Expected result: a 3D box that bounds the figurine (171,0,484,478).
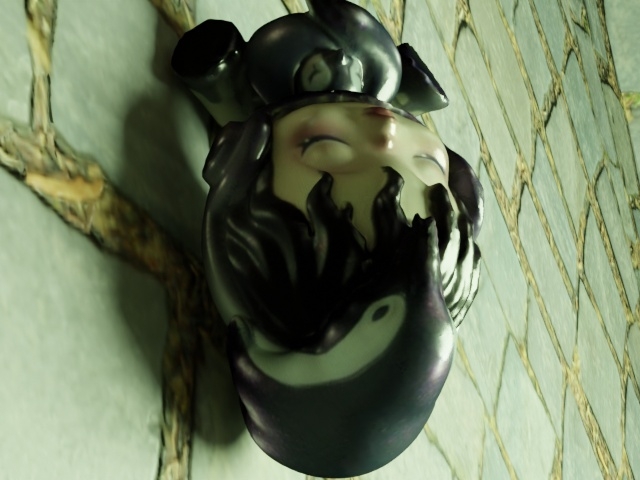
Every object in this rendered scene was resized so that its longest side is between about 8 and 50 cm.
[{"bbox_3d":[0.000,0.000,0.733,0.145,0.145,0.222,52,20,-48],"label":"figurine"}]
